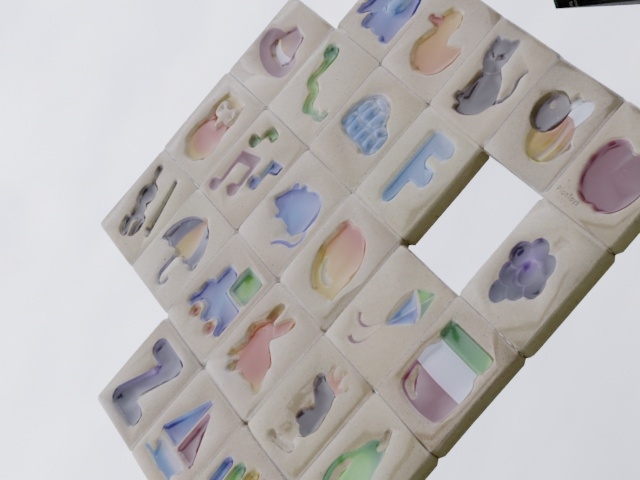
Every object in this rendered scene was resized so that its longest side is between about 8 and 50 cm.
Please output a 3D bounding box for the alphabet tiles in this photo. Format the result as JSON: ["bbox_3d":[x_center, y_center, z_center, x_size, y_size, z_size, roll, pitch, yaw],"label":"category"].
[{"bbox_3d":[0.000,0.000,0.675,0.009,0.237,0.198,37,-85,-34],"label":"alphabet tiles"}]

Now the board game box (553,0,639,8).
[{"bbox_3d":[0.100,-0.127,0.467,0.259,0.136,0.030,52,-138,-64],"label":"board game box"}]
